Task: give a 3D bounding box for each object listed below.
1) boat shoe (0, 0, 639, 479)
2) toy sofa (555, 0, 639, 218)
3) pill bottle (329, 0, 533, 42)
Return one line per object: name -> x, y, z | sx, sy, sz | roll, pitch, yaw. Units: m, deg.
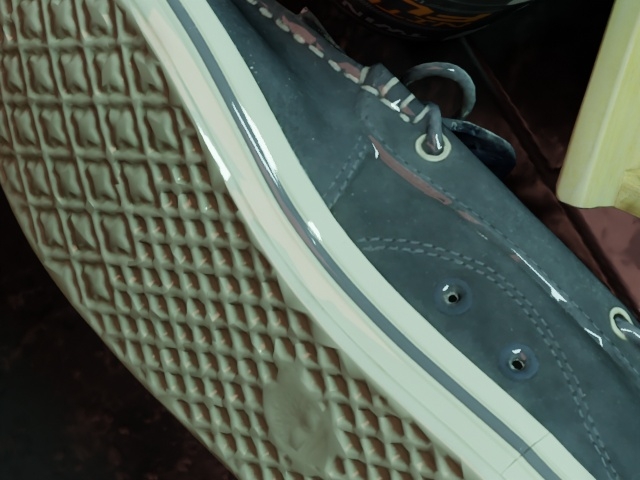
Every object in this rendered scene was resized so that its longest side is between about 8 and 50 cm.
boat shoe -> 0.000, 0.000, 0.690 | 0.500, 0.156, 0.187 | 47, 137, 15
toy sofa -> 0.293, -0.022, 0.578 | 0.363, 0.177, 0.150 | 30, 115, 36
pill bottle -> 0.058, -0.158, 0.652 | 0.131, 0.246, 0.130 | 0, 89, -10
